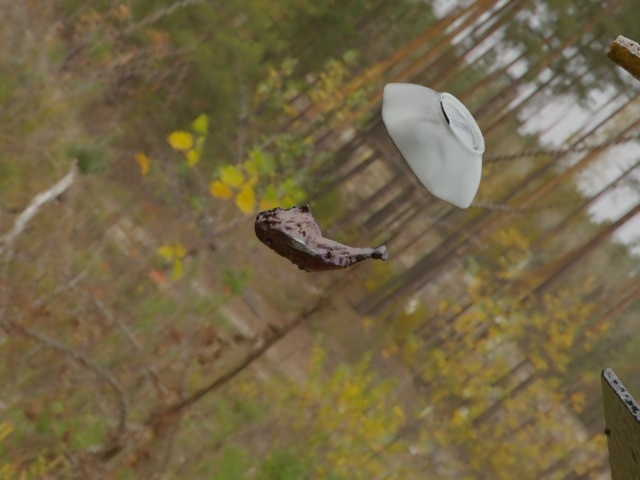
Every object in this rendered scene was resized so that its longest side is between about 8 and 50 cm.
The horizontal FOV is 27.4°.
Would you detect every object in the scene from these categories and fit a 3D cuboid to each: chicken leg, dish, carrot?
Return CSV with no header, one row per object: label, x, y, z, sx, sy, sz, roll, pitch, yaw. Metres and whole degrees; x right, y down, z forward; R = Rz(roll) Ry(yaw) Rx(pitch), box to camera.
chicken leg,-0.005,0.005,1.991,0.205,0.093,0.053,29,-9,4
dish,0.159,-0.137,1.689,0.190,0.066,0.191,39,32,-30
carrot,0.373,-0.162,1.370,0.170,0.042,0.042,34,4,15

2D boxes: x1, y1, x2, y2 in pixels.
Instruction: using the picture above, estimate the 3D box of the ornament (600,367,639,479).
ornament,0.333,0.156,0.982,0.153,0.196,0.166,-122,-167,-51
